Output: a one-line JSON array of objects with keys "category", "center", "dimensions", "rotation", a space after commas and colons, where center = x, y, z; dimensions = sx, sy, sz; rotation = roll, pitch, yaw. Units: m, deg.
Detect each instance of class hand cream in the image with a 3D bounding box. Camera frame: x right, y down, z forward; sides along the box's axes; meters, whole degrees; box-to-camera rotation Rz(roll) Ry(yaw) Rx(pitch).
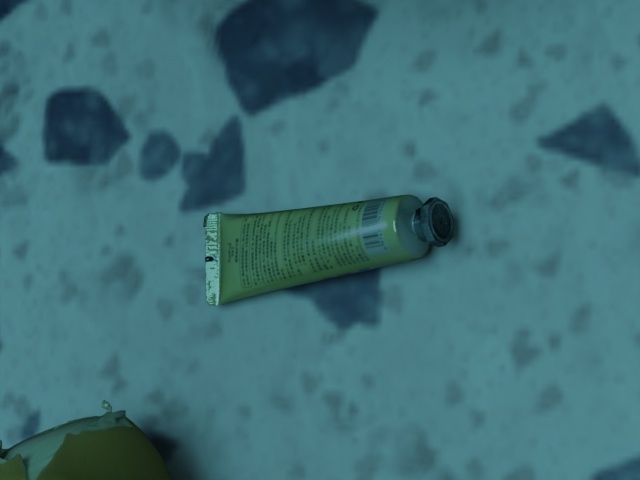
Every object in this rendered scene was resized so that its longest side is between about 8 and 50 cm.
[{"category": "hand cream", "center": [0.000, 0.000, 0.657], "dimensions": [0.102, 0.022, 0.035], "rotation": [-10, 76, 37]}]

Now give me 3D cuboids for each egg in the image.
[{"category": "egg", "center": [-0.086, 0.109, 0.658], "dimensions": [0.080, 0.080, 0.096], "rotation": [-19, 84, 29]}]
